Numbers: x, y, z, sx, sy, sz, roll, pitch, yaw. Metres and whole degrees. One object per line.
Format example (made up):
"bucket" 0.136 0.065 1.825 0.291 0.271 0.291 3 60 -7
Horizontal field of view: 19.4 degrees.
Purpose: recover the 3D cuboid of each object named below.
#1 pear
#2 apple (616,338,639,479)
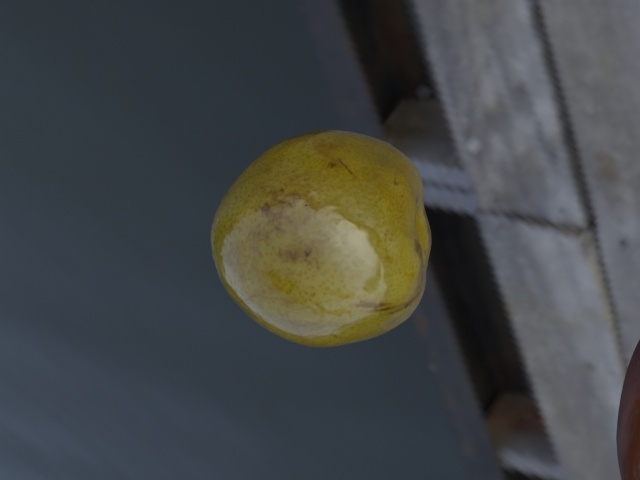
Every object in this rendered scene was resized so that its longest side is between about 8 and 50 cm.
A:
"pear" 0.000 0.000 1.729 0.209 0.209 0.209 25 145 19
"apple" 0.423 0.175 1.588 0.348 0.348 0.277 21 147 24
